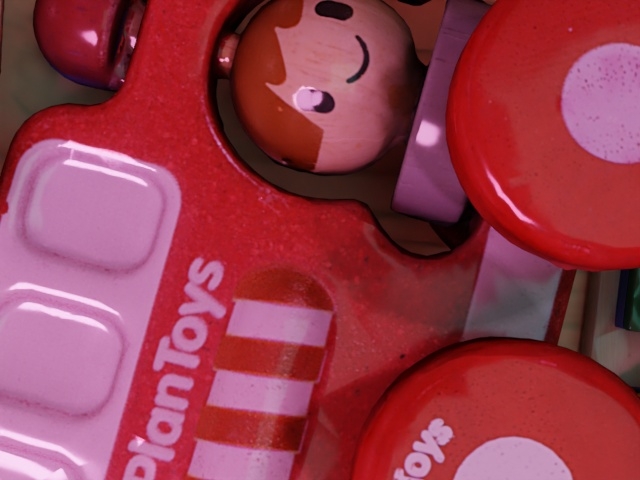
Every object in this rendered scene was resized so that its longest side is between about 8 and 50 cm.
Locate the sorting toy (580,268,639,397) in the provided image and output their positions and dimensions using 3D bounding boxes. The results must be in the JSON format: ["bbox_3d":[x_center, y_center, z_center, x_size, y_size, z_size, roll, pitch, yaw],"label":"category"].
[{"bbox_3d":[0.194,0.044,0.505,0.132,0.046,0.274,6,92,-11],"label":"sorting toy"}]

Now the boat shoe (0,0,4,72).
[{"bbox_3d":[-0.149,-0.086,0.382,0.073,0.073,0.207,1,80,12],"label":"boat shoe"}]

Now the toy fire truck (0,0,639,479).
[{"bbox_3d":[0.000,0.000,0.402,0.254,0.169,0.302,14,88,0],"label":"toy fire truck"}]
